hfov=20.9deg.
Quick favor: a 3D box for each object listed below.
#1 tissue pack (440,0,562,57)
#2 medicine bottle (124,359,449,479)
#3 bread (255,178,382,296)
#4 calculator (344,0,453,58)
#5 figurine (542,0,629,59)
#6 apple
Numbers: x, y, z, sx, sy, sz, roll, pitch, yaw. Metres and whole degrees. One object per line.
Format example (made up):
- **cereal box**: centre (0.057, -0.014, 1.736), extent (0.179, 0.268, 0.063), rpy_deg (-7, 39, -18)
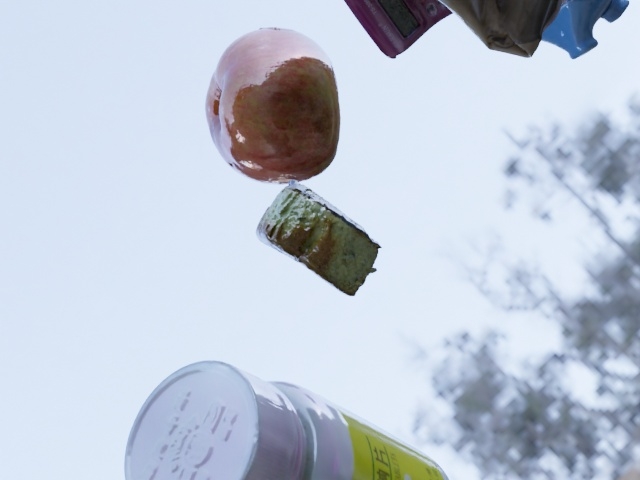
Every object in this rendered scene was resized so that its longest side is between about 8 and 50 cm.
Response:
- **tissue pack**: centre (0.052, -0.351, 1.348), extent (0.375, 0.195, 0.390), rpy_deg (7, -68, -11)
- **medicine bottle**: centre (-0.025, 0.278, 1.904), extent (0.213, 0.213, 0.379), rpy_deg (-47, -44, 10)
- **bread**: centre (0.000, 0.000, 1.766), extent (0.069, 0.128, 0.140), rpy_deg (-57, 2, -4)
- **calculator**: centre (0.126, -0.321, 2.120), extent (0.190, 0.034, 0.126), rpy_deg (-36, -60, 5)
- **figurine**: centre (0.240, -0.322, 1.753), extent (0.180, 0.262, 0.154), rpy_deg (-30, -4, -4)
- **apple**: centre (-0.062, -0.174, 2.242), extent (0.164, 0.209, 0.209), rpy_deg (-3, -38, -12)
